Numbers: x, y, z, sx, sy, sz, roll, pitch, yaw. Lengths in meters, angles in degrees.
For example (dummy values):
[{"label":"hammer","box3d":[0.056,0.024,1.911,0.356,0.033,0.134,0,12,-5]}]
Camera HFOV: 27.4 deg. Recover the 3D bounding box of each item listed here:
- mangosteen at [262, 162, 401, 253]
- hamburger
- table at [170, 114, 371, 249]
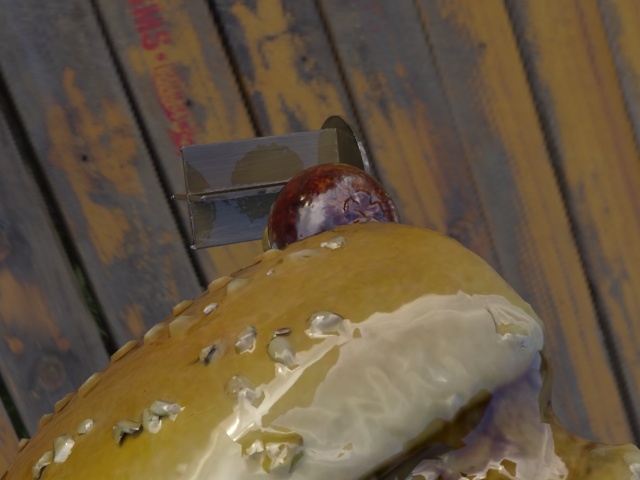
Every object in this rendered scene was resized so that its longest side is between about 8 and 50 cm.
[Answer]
[{"label":"mangosteen","box3d":[0.011,0.003,1.428,0.146,0.181,0.156,28,53,4]},{"label":"hamburger","box3d":[-0.052,0.193,0.623,0.268,0.445,0.287,51,47,5]},{"label":"table","box3d":[-0.070,-0.069,1.717,0.227,0.167,0.167,-9,102,-22]}]
